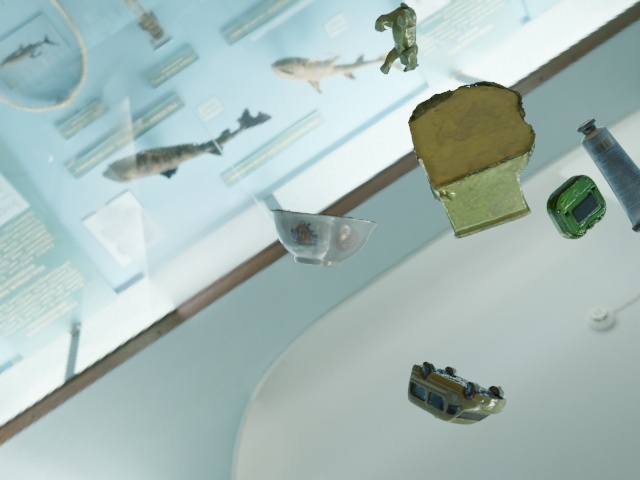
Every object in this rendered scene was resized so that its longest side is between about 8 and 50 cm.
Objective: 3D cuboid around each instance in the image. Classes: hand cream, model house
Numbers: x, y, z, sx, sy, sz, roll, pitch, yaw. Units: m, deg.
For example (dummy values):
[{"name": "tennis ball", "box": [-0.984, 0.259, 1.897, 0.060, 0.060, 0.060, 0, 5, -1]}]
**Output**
[{"name": "hand cream", "box": [0.617, -0.137, 1.333, 0.088, 0.256, 0.055, -36, 180, 25]}, {"name": "model house", "box": [0.370, -0.170, 1.502, 0.261, 0.266, 0.321, -20, -136, 12]}]

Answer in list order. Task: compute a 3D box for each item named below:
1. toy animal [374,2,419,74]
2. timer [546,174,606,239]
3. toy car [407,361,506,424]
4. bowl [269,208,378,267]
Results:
[{"name": "toy animal", "box": [0.212, -0.505, 1.648, 0.103, 0.219, 0.101, 24, -125, 34]}, {"name": "timer", "box": [0.602, -0.079, 1.514, 0.140, 0.128, 0.047, -38, -167, -13]}, {"name": "toy car", "box": [0.320, 0.378, 1.550, 0.256, 0.101, 0.124, 14, -91, 60]}, {"name": "bowl", "box": [0.000, 0.000, 2.017, 0.345, 0.345, 0.157, 7, -90, 50]}]
